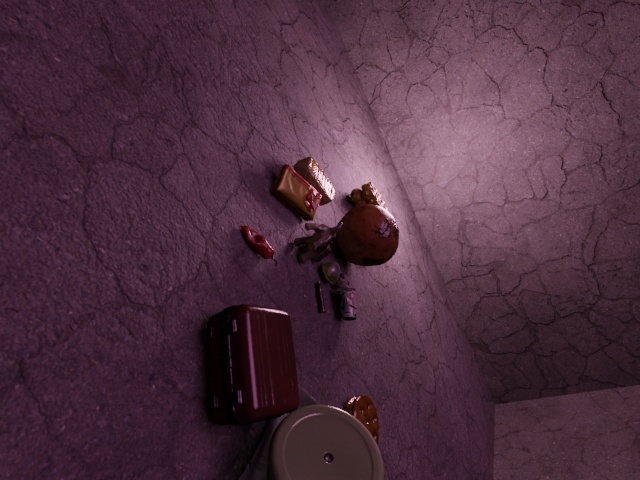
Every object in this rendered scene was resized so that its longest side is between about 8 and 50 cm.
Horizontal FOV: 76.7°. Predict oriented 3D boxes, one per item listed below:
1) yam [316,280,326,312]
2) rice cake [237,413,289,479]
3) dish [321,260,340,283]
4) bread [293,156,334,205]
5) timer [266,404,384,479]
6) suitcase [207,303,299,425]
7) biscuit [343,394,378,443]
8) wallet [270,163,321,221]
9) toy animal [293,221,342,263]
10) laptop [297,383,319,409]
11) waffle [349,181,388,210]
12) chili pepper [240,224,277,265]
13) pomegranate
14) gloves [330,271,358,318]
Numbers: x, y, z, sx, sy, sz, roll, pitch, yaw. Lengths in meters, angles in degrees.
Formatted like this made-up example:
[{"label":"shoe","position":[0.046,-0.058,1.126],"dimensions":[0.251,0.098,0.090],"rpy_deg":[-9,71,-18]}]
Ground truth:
[{"label":"yam","position":[0.002,0.228,1.639],"dimensions":[0.033,0.027,0.130],"rpy_deg":[11,60,-34]},{"label":"rice cake","position":[-0.154,0.573,1.104],"dimensions":[0.081,0.051,0.290],"rpy_deg":[28,35,-3]},{"label":"dish","position":[0.039,0.137,1.757],"dimensions":[0.137,0.039,0.091],"rpy_deg":[-24,89,-60]},{"label":"bread","position":[-0.034,-0.261,1.833],"dimensions":[0.236,0.106,0.140],"rpy_deg":[52,30,-29]},{"label":"timer","position":[-0.023,0.641,1.054],"dimensions":[0.290,0.316,0.291],"rpy_deg":[14,34,-9]},{"label":"suitcase","position":[-0.181,0.331,1.095],"dimensions":[0.236,0.161,0.298],"rpy_deg":[23,51,-53]},{"label":"biscuit","position":[0.160,0.706,1.545],"dimensions":[0.220,0.066,0.221],"rpy_deg":[39,40,-43]},{"label":"wallet","position":[-0.090,-0.196,1.683],"dimensions":[0.241,0.067,0.141],"rpy_deg":[39,66,-41]},{"label":"toy animal","position":[-0.015,0.007,1.625],"dimensions":[0.168,0.233,0.121],"rpy_deg":[-15,69,-22]},{"label":"laptop","position":[-0.055,0.617,1.277],"dimensions":[0.188,0.015,0.269],"rpy_deg":[52,32,-29]},{"label":"waffle","position":[0.285,-0.155,2.289],"dimensions":[0.261,0.150,0.325],"rpy_deg":[4,71,-65]},{"label":"chili pepper","position":[-0.207,0.014,1.392],"dimensions":[0.191,0.050,0.059],"rpy_deg":[48,49,-20]},{"label":"pomegranate","position":[0.222,-0.019,1.918],"dimensions":[0.322,0.321,0.323],"rpy_deg":[40,39,-42]},{"label":"gloves","position":[0.113,0.236,1.756],"dimensions":[0.127,0.110,0.213],"rpy_deg":[27,54,-48]}]
